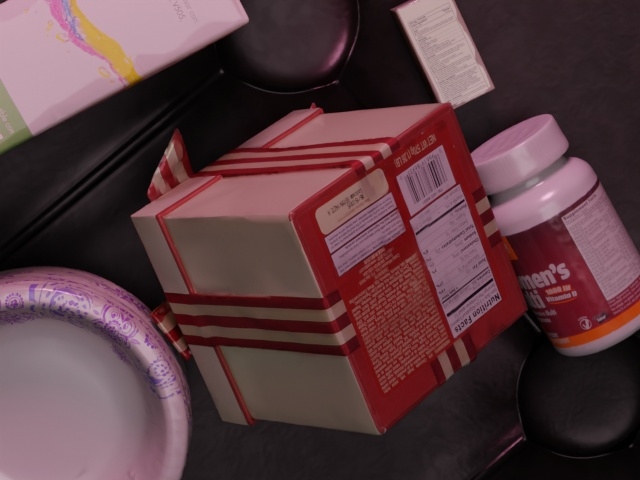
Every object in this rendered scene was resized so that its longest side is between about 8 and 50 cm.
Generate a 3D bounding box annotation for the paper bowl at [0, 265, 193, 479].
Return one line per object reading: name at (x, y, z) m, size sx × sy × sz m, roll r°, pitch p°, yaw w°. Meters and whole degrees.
paper bowl at (-0.263, 0.164, 1.551) m, size 0.284 × 0.148 × 0.284 m, roll 0°, pitch 101°, yaw -2°

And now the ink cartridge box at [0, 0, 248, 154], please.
ink cartridge box at (-0.187, -0.201, 1.480) m, size 0.353 × 0.207 × 0.119 m, roll -29°, pitch 100°, yaw -2°

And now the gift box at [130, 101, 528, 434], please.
gift box at (0.000, 0.000, 1.486) m, size 0.255 × 0.258 × 0.276 m, roll -30°, pitch 108°, yaw -37°

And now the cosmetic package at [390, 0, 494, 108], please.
cosmetic package at (0.120, -0.190, 1.608) m, size 0.060 × 0.041 × 0.115 m, roll -25°, pitch 101°, yaw -2°

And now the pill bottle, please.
pill bottle at (0.237, -0.006, 1.611) m, size 0.121 × 0.121 × 0.221 m, roll -31°, pitch 101°, yaw -2°
